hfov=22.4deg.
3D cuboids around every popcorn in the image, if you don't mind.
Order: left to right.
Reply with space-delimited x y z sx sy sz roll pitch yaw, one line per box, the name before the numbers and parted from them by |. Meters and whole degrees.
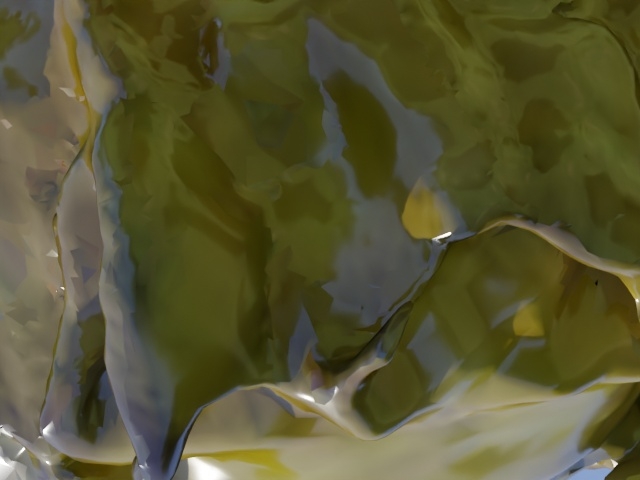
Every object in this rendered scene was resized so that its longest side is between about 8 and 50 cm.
popcorn | 0.000 0.000 0.440 0.250 0.250 0.190 31 -147 -28
